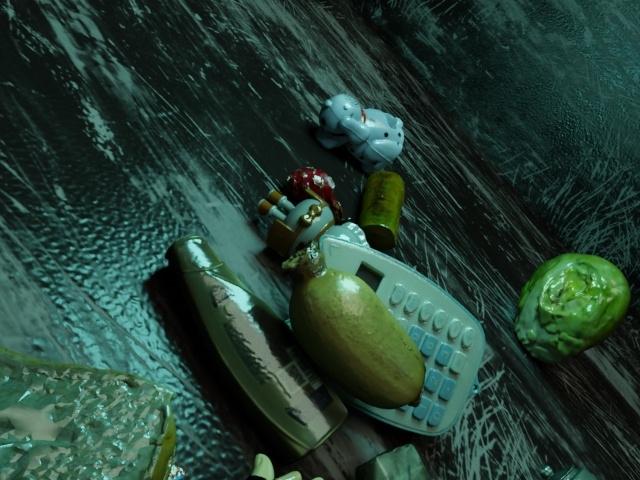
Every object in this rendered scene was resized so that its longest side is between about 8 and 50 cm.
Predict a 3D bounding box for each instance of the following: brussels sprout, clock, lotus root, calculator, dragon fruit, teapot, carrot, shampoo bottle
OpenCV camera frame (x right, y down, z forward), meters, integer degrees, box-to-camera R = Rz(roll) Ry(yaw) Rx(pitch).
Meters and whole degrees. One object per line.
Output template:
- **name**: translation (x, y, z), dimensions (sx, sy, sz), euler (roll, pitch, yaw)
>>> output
- **brussels sprout**: translation (0.717, 0.186, 1.416), dimensions (0.344, 0.344, 0.268), euler (-8, 53, -53)
- **clock**: translation (0.094, -0.322, 1.390), dimensions (0.254, 0.189, 0.189), euler (17, 42, -40)
- **lotus root**: translation (0.044, 0.141, 0.720), dimensions (0.131, 0.146, 0.303), euler (-43, 100, -15)
- **calculator**: translation (0.118, 0.170, 0.840), dimensions (0.386, 0.054, 0.256), euler (31, 74, -8)
- **dragon fruit**: translation (0.005, -0.106, 1.128), dimensions (0.190, 0.094, 0.094), euler (33, 33, -29)
- **teapot**: translation (0.491, 0.513, 0.962), dimensions (0.149, 0.162, 0.239), euler (50, 5, 28)
- **carrot**: translation (0.156, -0.080, 1.251), dimensions (0.114, 0.114, 0.302), euler (38, 35, -13)
- **shampoo bottle**: translation (-0.105, 0.144, 0.712), dimensions (0.125, 0.084, 0.350), euler (-29, 77, -44)

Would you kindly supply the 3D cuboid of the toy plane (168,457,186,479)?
- **toy plane**: translation (-0.210, 0.274, 0.470), dimensions (0.130, 0.061, 0.189), euler (44, 36, -6)

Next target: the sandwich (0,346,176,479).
- **sandwich**: translation (-0.266, 0.226, 0.367), dimensions (0.271, 0.099, 0.301), euler (14, 41, -12)

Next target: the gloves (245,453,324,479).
- **gloves**: translation (-0.054, 0.334, 0.537), dimensions (0.203, 0.124, 0.164), euler (-29, 100, -79)

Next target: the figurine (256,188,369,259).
- **figurine**: translation (-0.002, -0.006, 0.921), dimensions (0.271, 0.143, 0.143), euler (29, 24, 26)

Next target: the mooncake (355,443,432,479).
- **mooncake**: translation (0.118, 0.378, 0.724), dimensions (0.130, 0.073, 0.125), euler (4, 54, -45)
